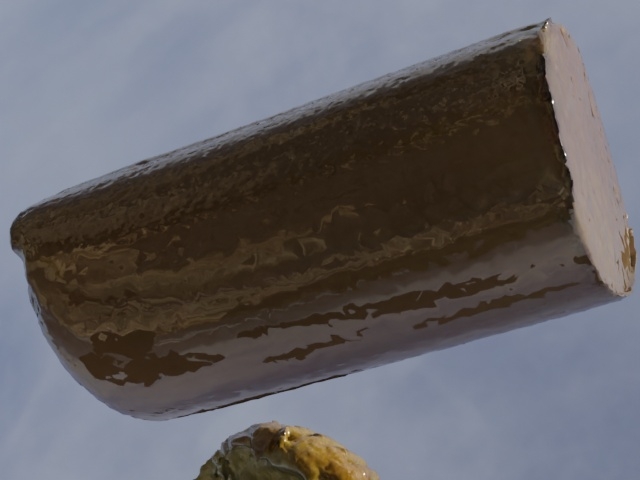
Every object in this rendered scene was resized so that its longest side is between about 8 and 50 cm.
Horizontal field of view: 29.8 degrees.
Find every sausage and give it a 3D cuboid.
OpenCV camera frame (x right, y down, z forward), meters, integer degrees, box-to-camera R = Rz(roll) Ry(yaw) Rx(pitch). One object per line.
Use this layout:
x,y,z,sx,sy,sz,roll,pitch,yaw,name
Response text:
0.000,0.000,0.526,0.252,0.123,0.123,-17,-126,19,sausage

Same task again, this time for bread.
-0.023,0.320,1.283,0.274,0.149,0.274,6,-79,32,bread
